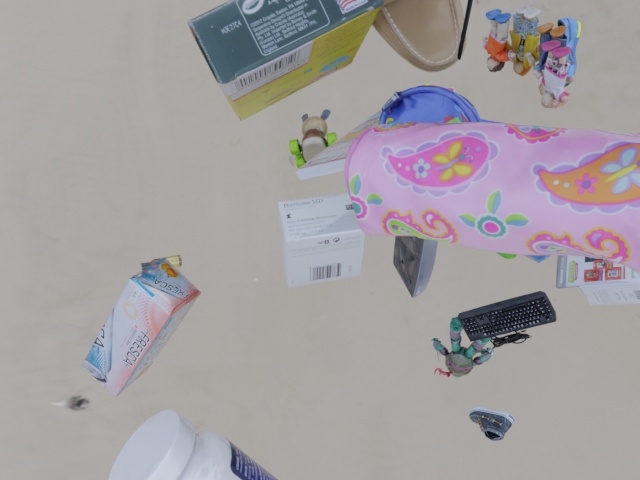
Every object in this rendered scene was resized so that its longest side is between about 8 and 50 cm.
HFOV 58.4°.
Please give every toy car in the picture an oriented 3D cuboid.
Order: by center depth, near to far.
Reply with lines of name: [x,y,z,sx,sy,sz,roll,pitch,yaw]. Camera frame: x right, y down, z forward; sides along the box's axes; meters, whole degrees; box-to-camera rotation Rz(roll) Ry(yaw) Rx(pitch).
toy car: [-0.015,-0.353,1.906,0.155,0.149,0.188,-8,60,10]

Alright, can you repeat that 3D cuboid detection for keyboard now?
keyboard: [0.371,0.169,1.133,0.192,0.038,0.100,-24,105,39]

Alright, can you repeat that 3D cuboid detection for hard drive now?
hard drive: [0.257,0.013,1.558,0.054,0.255,0.172,-9,40,-13]

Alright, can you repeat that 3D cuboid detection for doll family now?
doll family: [0.451,-0.376,1.181,0.118,0.163,0.263,-29,51,-9]

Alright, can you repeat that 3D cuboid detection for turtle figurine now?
turtle figurine: [0.401,0.318,1.614,0.175,0.234,0.118,9,49,7]

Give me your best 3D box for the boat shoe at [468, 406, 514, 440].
boat shoe: [0.522,0.579,1.809,0.065,0.183,0.083,50,62,-8]

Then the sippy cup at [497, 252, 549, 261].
sippy cup: [0.559,-0.067,1.557,0.224,0.240,0.305,38,84,10]

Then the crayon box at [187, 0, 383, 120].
crayon box: [-0.048,-0.253,0.757,0.202,0.318,0.081,-27,95,-3]

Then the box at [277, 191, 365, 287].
box: [0.000,0.000,1.305,0.181,0.182,0.119,-9,51,-8]

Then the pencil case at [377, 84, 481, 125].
pencil case: [0.157,-0.128,0.783,0.133,0.306,0.119,-16,90,18]

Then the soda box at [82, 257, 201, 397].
soda box: [-0.213,0.105,0.670,0.063,0.058,0.183,42,124,4]

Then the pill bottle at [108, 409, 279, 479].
pill bottle: [-0.145,0.356,0.776,0.153,0.153,0.265,-37,114,10]

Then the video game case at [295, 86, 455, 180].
video game case: [0.107,-0.206,1.104,0.204,0.285,0.025,-4,120,52]

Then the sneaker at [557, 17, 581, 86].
sneaker: [0.764,-0.595,1.812,0.082,0.069,0.209,1,100,-19]

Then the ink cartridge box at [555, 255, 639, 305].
ink cartridge box: [0.895,0.035,1.777,0.271,0.130,0.309,-8,54,40]

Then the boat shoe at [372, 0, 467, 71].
boat shoe: [0.088,-0.358,0.720,0.121,0.110,0.341,-32,114,13]

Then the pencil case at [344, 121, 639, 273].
pencil case: [0.162,-0.045,0.523,0.284,0.124,0.124,8,85,32]

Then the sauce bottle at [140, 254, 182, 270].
sauce bottle: [-0.514,0.075,1.846,0.128,0.042,0.042,-9,77,-23]

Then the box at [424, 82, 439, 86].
box: [0.320,-0.454,1.936,0.042,0.109,0.178,43,72,6]

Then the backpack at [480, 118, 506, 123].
backpack: [0.305,-0.157,1.032,0.101,0.120,0.098,11,50,20]

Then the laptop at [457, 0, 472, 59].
laptop: [0.241,-0.354,0.581,0.264,0.234,0.137,-21,62,-9]
